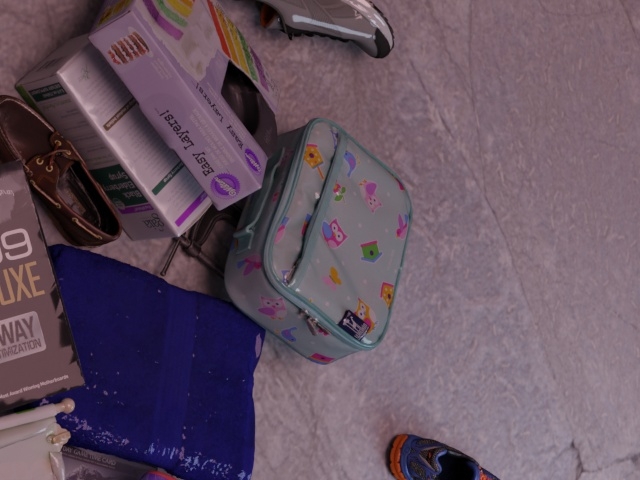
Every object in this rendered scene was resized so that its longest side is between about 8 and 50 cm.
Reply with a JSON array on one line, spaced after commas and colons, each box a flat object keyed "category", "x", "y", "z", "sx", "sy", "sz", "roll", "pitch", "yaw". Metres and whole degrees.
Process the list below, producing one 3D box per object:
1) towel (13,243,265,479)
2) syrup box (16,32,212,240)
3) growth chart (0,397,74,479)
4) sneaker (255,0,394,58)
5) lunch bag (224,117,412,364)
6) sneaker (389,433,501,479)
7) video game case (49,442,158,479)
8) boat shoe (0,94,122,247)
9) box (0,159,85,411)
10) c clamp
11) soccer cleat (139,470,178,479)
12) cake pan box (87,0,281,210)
[{"category": "towel", "x": -0.204, "y": 0.151, "z": 1.648, "sx": 0.308, "sy": 0.076, "sz": 0.227, "roll": 24, "pitch": 59, "yaw": -37}, {"category": "syrup box", "x": -0.225, "y": -0.116, "z": 1.633, "sx": 0.096, "sy": 0.093, "sz": 0.237, "roll": -49, "pitch": 117, "yaw": -32}, {"category": "growth chart", "x": -0.324, "y": 0.288, "z": 1.466, "sx": 0.172, "sy": 0.021, "sz": 0.237, "roll": -4, "pitch": 97, "yaw": -40}, {"category": "sneaker", "x": -0.014, "y": -0.298, "z": 1.837, "sx": 0.271, "sy": 0.100, "sz": 0.108, "roll": 28, "pitch": 94, "yaw": -39}, {"category": "lunch bag", "x": 0.000, "y": 0.000, "z": 1.779, "sx": 0.224, "sy": 0.108, "sz": 0.279, "roll": 41, "pitch": 48, "yaw": -32}, {"category": "sneaker", "x": 0.192, "y": 0.332, "z": 1.964, "sx": 0.221, "sy": 0.087, "sz": 0.083, "roll": 29, "pitch": 70, "yaw": -35}, {"category": "video game case", "x": -0.277, "y": 0.358, "z": 1.568, "sx": 0.196, "sy": 0.026, "sz": 0.274, "roll": 24, "pitch": 61, "yaw": -37}, {"category": "boat shoe", "x": -0.293, "y": -0.079, "z": 1.588, "sx": 0.207, "sy": 0.073, "sz": 0.073, "roll": 52, "pitch": 60, "yaw": -24}, {"category": "box", "x": -0.414, "y": 0.073, "z": 1.416, "sx": 0.307, "sy": 0.076, "sz": 0.242, "roll": -16, "pitch": 93, "yaw": -26}, {"category": "c clamp", "x": -0.117, "y": 0.022, "z": 1.767, "sx": 0.161, "sy": 0.022, "sz": 0.137, "roll": 36, "pitch": 60, "yaw": -31}, {"category": "soccer cleat", "x": -0.157, "y": 0.365, "z": 1.636, "sx": 0.095, "sy": 0.083, "sz": 0.248, "roll": -55, "pitch": 142, "yaw": -38}, {"category": "cake pan box", "x": -0.145, "y": -0.196, "z": 1.645, "sx": 0.267, "sy": 0.070, "sz": 0.245, "roll": 55, "pitch": 24, "yaw": -25}]
